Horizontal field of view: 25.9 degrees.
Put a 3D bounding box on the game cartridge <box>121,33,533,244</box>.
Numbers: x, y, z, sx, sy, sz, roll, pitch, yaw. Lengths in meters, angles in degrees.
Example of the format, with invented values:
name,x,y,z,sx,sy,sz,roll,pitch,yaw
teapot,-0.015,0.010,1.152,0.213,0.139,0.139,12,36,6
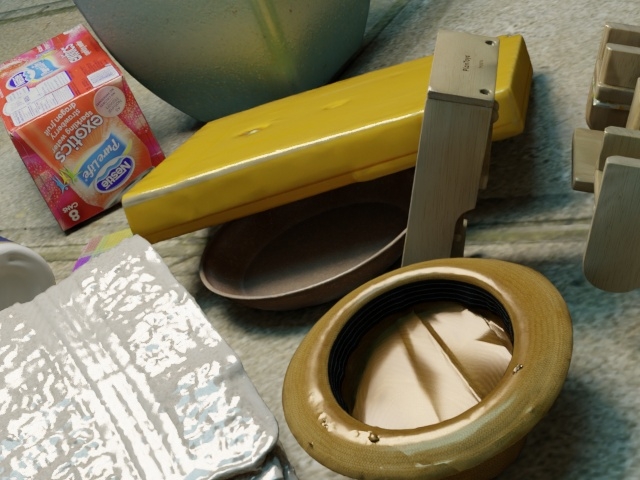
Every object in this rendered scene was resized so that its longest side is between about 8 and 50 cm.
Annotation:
name,x,y,z,sx,sy,sz,roll,pitch,yaw
game cartridge,0.020,-0.094,1.195,0.323,0.053,0.285,-14,14,15

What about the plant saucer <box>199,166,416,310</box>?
name,x,y,z,sx,sy,sz,roll,pitch,yaw
plant saucer,0.000,0.000,1.116,0.198,0.036,0.198,-19,28,10

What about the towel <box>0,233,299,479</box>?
name,x,y,z,sx,sy,sz,roll,pitch,yaw
towel,-0.149,0.114,0.943,0.187,0.049,0.282,-29,43,-13

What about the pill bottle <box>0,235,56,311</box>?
name,x,y,z,sx,sy,sz,roll,pitch,yaw
pill bottle,-0.312,0.036,1.241,0.094,0.094,0.169,-37,29,-25

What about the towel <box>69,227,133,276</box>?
name,x,y,z,sx,sy,sz,roll,pitch,yaw
towel,-0.197,0.015,1.280,0.060,0.009,0.083,-13,29,19

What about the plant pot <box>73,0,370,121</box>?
name,x,y,z,sx,sy,sz,roll,pitch,yaw
plant pot,-0.088,-0.266,1.434,0.247,0.252,0.248,-2,33,35

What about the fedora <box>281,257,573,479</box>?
name,x,y,z,sx,sy,sz,roll,pitch,yaw
fedora,0.071,0.091,0.842,0.194,0.079,0.194,-16,33,11

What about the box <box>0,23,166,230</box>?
name,x,y,z,sx,sy,sz,roll,pitch,yaw
box,-0.259,-0.125,1.461,0.128,0.122,0.257,-28,26,-8

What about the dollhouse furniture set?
name,x,y,z,sx,sy,sz,roll,pitch,yaw
dollhouse furniture set,0.185,-0.034,0.948,0.242,0.161,0.212,9,33,4
